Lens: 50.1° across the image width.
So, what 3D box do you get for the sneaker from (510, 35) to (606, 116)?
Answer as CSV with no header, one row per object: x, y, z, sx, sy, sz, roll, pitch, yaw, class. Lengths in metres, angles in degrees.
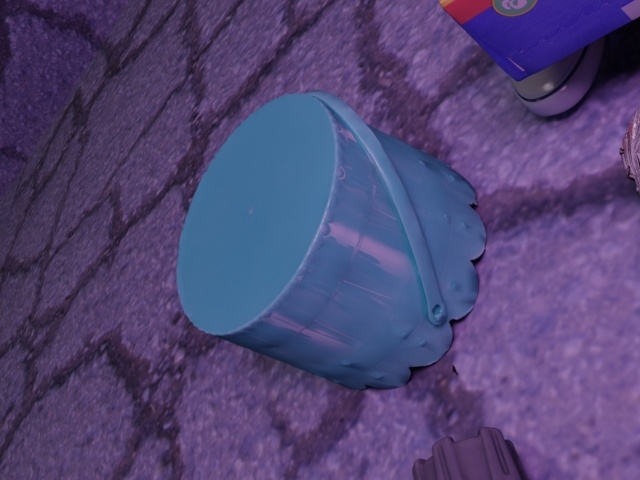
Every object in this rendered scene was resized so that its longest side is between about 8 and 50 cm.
0.203,-0.239,0.640,0.094,0.091,0.258,-18,56,46,sneaker

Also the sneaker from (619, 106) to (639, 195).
0.260,-0.044,0.474,0.093,0.088,0.225,154,133,-69,sneaker

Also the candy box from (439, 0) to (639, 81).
0.212,-0.322,0.501,0.268,0.122,0.317,-26,52,40,candy box

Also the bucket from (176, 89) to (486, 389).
0.000,0.000,0.679,0.281,0.183,0.281,-28,50,39,bucket

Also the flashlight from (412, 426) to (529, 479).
0.133,0.268,0.420,0.103,0.103,0.304,-20,48,12,flashlight
